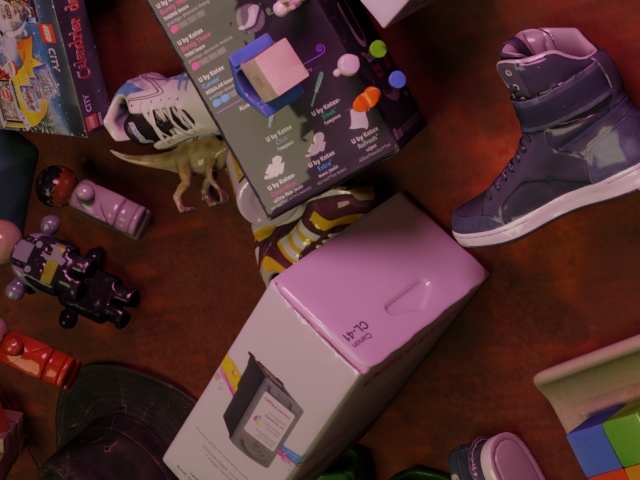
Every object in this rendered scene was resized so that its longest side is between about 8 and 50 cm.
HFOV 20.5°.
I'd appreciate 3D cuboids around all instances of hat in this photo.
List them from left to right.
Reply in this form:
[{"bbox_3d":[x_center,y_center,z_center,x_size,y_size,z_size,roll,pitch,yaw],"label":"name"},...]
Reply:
[{"bbox_3d":[-0.249,0.305,2.123,0.331,0.134,0.331,18,119,37],"label":"hat"}]

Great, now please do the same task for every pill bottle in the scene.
[{"bbox_3d":[-0.060,-0.068,1.761,0.116,0.065,0.065,-110,18,-57],"label":"pill bottle"}]

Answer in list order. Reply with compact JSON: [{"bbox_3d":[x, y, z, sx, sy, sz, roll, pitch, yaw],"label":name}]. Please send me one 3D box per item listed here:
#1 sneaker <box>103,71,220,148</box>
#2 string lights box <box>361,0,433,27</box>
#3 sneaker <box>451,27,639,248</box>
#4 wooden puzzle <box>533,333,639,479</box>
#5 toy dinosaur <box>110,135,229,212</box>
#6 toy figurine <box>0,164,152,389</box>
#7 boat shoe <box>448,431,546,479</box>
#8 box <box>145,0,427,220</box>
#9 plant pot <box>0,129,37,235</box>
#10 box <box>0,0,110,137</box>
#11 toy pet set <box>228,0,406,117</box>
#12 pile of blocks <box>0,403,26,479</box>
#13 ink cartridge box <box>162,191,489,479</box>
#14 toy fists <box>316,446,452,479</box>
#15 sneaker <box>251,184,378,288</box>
[{"bbox_3d":[-0.144,-0.127,1.779,0.085,0.086,0.237,51,158,-20],"label":"sneaker"},{"bbox_3d":[0.028,-0.320,1.523,0.259,0.133,0.077,50,137,6],"label":"string lights box"},{"bbox_3d":[0.177,-0.094,1.548,0.226,0.086,0.163,-25,107,36],"label":"sneaker"},{"bbox_3d":[0.374,0.235,1.584,0.322,0.080,0.348,-27,95,46],"label":"wooden puzzle"},{"bbox_3d":[-0.134,-0.079,1.879,0.183,0.053,0.092,-11,91,37],"label":"toy dinosaur"},{"bbox_3d":[-0.299,0.035,1.958,0.148,0.213,0.209,23,129,12],"label":"toy figurine"},{"bbox_3d":[0.202,0.317,1.772,0.079,0.095,0.254,-23,97,44],"label":"boat shoe"},{"bbox_3d":[-0.036,-0.179,1.611,0.143,0.165,0.270,-28,96,16],"label":"box"},{"bbox_3d":[-0.481,-0.046,2.055,0.166,0.234,0.165,37,133,20],"label":"plant pot"},{"bbox_3d":[-0.312,-0.228,1.866,0.159,0.044,0.233,8,119,39],"label":"box"},{"bbox_3d":[-0.012,-0.152,1.507,0.122,0.114,0.065,57,159,-7],"label":"toy pet set"},{"bbox_3d":[-0.541,0.202,2.314,0.362,0.149,0.112,25,129,29],"label":"pile of blocks"},{"bbox_3d":[0.002,0.125,1.741,0.131,0.226,0.306,43,134,12],"label":"ink cartridge box"},{"bbox_3d":[0.057,0.312,1.897,0.279,0.096,0.142,13,123,34],"label":"toy fists"},{"bbox_3d":[0.000,0.000,1.767,0.185,0.070,0.083,-25,71,54],"label":"sneaker"}]
